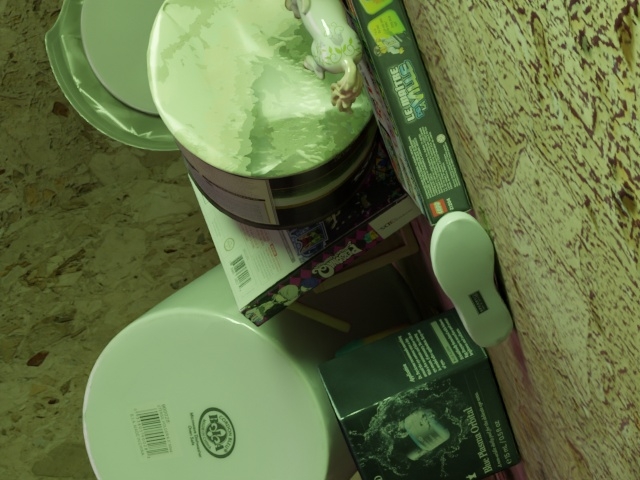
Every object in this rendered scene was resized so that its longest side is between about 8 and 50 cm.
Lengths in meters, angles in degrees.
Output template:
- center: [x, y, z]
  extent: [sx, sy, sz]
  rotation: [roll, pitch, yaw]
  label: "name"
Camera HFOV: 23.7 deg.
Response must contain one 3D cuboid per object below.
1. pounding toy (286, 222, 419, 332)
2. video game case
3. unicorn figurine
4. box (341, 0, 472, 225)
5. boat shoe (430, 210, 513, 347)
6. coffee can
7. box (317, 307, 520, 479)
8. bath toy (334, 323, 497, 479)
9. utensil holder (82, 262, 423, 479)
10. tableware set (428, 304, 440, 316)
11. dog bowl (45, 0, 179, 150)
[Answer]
- center: [-0.002, 0.011, 1.714]
  extent: [0.094, 0.206, 0.181]
  rotation: [-123, 10, -79]
  label: "pounding toy"
- center: [-0.023, -0.051, 1.596]
  extent: [0.042, 0.210, 0.232]
  rotation: [45, -166, -43]
  label: "video game case"
- center: [-0.007, -0.175, 1.132]
  extent: [0.162, 0.060, 0.111]
  rotation: [51, 177, 1]
  label: "unicorn figurine"
- center: [0.057, -0.124, 1.184]
  extent: [0.114, 0.036, 0.207]
  rotation: [-118, 6, -66]
  label: "box"
- center: [0.113, 0.026, 1.184]
  extent: [0.040, 0.049, 0.142]
  rotation: [-114, 1, -49]
  label: "boat shoe"
- center: [-0.043, -0.129, 1.393]
  extent: [0.275, 0.201, 0.201]
  rotation: [83, 164, -82]
  label: "coffee can"
- center: [0.100, 0.175, 1.528]
  extent: [0.093, 0.158, 0.156]
  rotation: [-116, 3, -54]
  label: "box"
- center: [0.129, 0.261, 1.741]
  extent: [0.348, 0.129, 0.151]
  rotation: [64, -151, -29]
  label: "bath toy"
- center: [-0.069, 0.179, 1.871]
  extent: [0.328, 0.327, 0.385]
  rotation: [68, -158, -5]
  label: "utensil holder"
- center: [0.160, 0.163, 1.744]
  extent: [0.141, 0.020, 0.169]
  rotation: [-115, 3, -49]
  label: "tableware set"
- center: [-0.209, -0.303, 2.155]
  extent: [0.102, 0.348, 0.349]
  rotation: [-41, -71, -80]
  label: "dog bowl"
